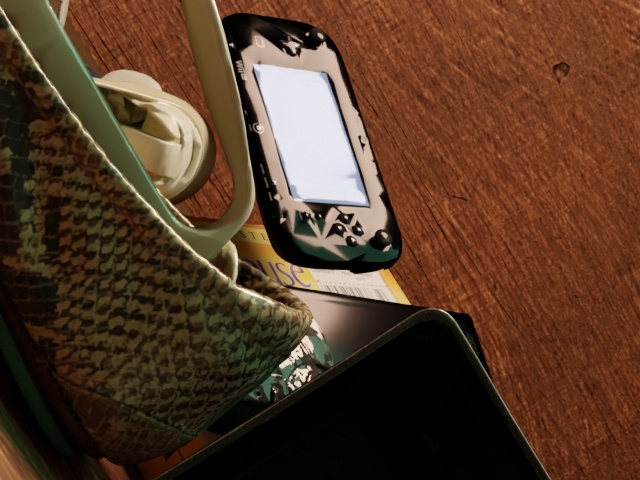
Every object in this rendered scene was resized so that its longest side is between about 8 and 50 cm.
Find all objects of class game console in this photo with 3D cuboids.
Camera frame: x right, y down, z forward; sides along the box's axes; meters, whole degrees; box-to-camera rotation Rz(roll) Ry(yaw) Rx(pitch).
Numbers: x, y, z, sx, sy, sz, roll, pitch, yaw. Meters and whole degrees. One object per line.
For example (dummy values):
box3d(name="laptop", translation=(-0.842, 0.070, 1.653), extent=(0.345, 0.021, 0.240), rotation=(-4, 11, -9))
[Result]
box3d(name="game console", translation=(0.000, 0.000, 0.960), extent=(0.213, 0.044, 0.361), rotation=(10, 53, -43))

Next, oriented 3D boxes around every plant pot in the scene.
box3d(name="plant pot", translation=(0.006, 0.158, 0.673), extent=(0.188, 0.187, 0.167), rotation=(59, -11, -1))

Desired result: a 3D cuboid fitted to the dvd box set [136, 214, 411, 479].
box3d(name="dvd box set", translation=(0.025, 0.163, 0.949), extent=(0.307, 0.062, 0.420), rotation=(7, 44, -51))

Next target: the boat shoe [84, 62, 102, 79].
box3d(name="boat shoe", translation=(-0.204, -0.118, 1.402), extent=(0.089, 0.109, 0.258), rotation=(55, -4, 25))

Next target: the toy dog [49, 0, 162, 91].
box3d(name="toy dog", translation=(-0.191, -0.158, 1.091), extent=(0.334, 0.161, 0.220), rotation=(58, 0, 16))

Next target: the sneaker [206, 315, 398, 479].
box3d(name="sneaker", translation=(-0.028, 0.090, 0.791), extent=(0.051, 0.089, 0.170), rotation=(-51, -124, 41))

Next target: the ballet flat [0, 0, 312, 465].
box3d(name="ballet flat", translation=(-0.156, -0.126, 0.695), extent=(0.483, 0.182, 0.164), rotation=(58, 0, -10))

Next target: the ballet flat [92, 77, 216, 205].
box3d(name="ballet flat", translation=(-0.135, -0.061, 0.915), extent=(0.248, 0.086, 0.086), rotation=(13, 37, -48))
